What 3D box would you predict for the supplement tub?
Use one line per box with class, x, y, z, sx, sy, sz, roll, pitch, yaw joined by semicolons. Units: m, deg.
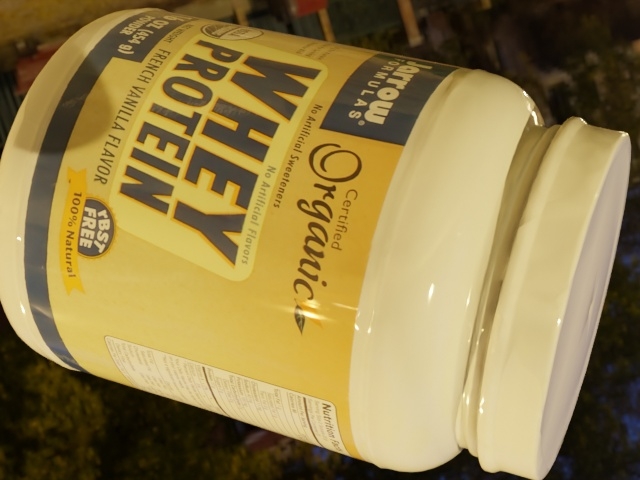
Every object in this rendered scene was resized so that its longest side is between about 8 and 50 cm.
supplement tub;0.000;0.000;0.665;0.316;0.228;0.228;14;-159;19
